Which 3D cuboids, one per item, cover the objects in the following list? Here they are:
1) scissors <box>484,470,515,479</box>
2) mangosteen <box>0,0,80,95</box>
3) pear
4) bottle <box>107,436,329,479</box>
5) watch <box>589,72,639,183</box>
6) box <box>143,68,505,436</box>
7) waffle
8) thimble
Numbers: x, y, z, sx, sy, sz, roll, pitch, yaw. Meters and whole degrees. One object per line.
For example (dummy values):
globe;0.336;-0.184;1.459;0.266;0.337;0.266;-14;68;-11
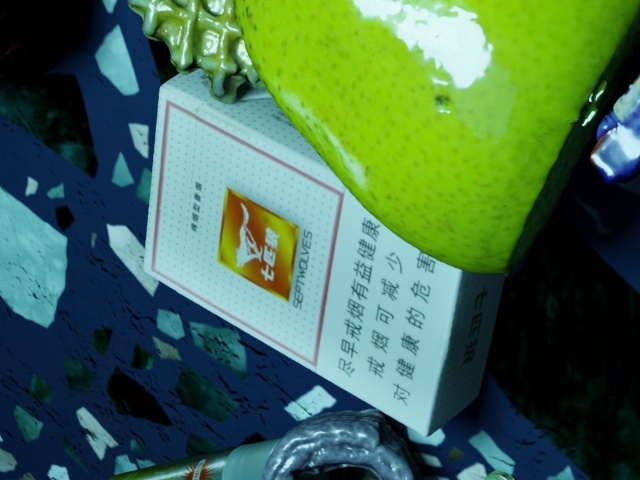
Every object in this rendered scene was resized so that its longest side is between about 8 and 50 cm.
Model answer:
scissors;0.168;0.302;1.731;0.133;0.020;0.187;-26;93;49
mangosteen;-0.352;-0.264;1.716;0.233;0.287;0.287;-33;91;7
pear;0.078;-0.164;1.396;0.318;0.238;0.342;32;132;12
bottle;-0.112;0.255;1.904;0.286;0.082;0.082;-19;101;45
watch;0.327;-0.086;1.264;0.200;0.171;0.196;41;121;14
box;0.000;0.000;1.653;0.330;0.095;0.210;28;129;25
waffle;-0.071;-0.232;1.581;0.204;0.054;0.223;-33;92;22
thimble;0.020;0.228;1.726;0.150;0.098;0.150;0;94;5
